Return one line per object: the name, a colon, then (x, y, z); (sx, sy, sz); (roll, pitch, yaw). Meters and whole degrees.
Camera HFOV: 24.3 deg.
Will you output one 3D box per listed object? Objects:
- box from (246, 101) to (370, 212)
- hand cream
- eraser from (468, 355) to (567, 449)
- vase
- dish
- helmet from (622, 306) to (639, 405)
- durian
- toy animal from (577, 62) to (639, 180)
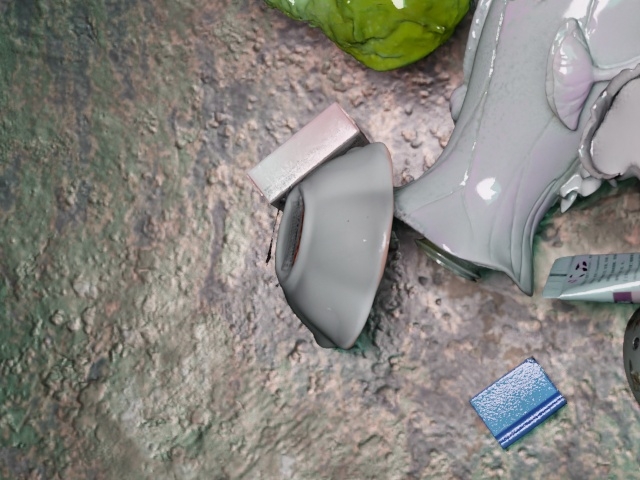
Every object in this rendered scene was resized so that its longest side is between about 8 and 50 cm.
box: (-0.011, -0.087, 1.584); (0.125, 0.089, 0.043); (-38, 79, 3)
hand cream: (0.386, 0.033, 1.454); (0.331, 0.085, 0.058); (2, 121, 19)
eraser: (0.207, 0.169, 1.558); (0.085, 0.027, 0.063); (-36, 79, 4)
vase: (0.240, -0.164, 1.488); (0.250, 0.250, 0.445); (33, 95, 10)
dish: (0.000, 0.000, 1.500); (0.081, 0.229, 0.229); (12, 86, -16)
helmet: (0.395, 0.115, 1.494); (0.177, 0.107, 0.153); (-17, 80, 8)
durian: (0.042, -0.325, 1.519); (0.340, 0.204, 0.255); (38, 90, 26)
toy animal: (0.426, -0.086, 1.379); (0.258, 0.357, 0.194); (-55, 49, 33)
